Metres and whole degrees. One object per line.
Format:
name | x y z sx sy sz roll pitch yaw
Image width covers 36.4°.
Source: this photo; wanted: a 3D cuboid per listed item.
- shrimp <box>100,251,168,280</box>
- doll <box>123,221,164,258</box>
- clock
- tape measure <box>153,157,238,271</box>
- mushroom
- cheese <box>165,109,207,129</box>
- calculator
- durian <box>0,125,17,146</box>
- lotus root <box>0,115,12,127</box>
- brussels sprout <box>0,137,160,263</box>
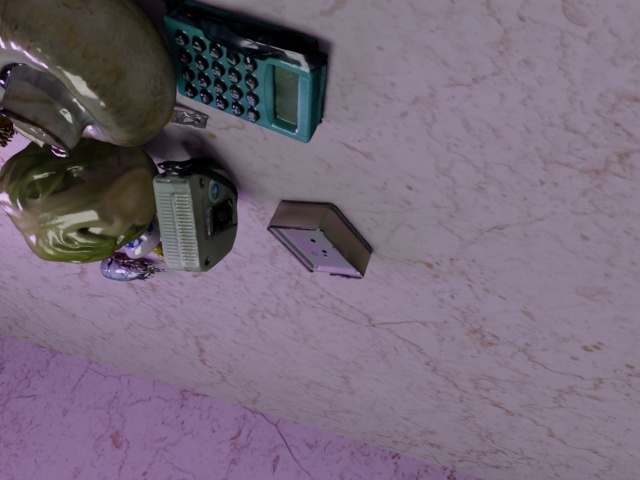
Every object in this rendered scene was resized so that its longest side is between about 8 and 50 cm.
shrimp | -0.503 0.076 2.640 0.233 0.079 0.090 4 155 28
doll | -0.474 -0.043 2.303 0.138 0.119 0.293 23 169 47
clock | 0.000 0.000 1.994 0.147 0.071 0.192 4 151 37
tape measure | -0.233 -0.072 1.925 0.115 0.207 0.235 5 113 23
mushroom | -0.394 -0.271 1.518 0.352 0.260 0.352 24 164 7
cheese | -0.287 -0.227 1.765 0.163 0.086 0.036 11 165 -8
calculator | -0.123 -0.266 1.538 0.274 0.058 0.248 21 157 7
durian | -0.673 -0.280 2.006 0.139 0.144 0.252 56 175 21
lotus root | -0.656 -0.338 1.712 0.196 0.179 0.397 25 163 28
brussels sprout | -0.480 -0.100 1.916 0.328 0.327 0.247 10 153 29
